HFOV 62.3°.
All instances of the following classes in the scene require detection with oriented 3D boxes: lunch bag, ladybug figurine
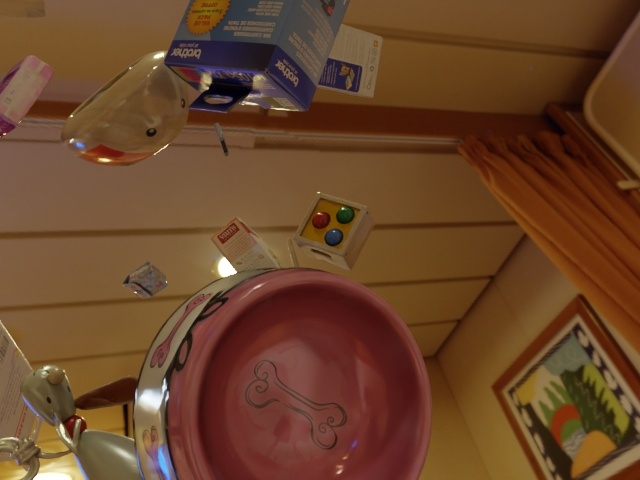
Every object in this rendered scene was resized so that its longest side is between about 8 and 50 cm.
[{"bbox_3d":[-0.431,0.104,1.304,0.083,0.053,0.071,-32,-48,3],"label":"lunch bag"},{"bbox_3d":[-0.436,-0.283,1.212,0.305,0.450,0.162,-51,-60,-18],"label":"ladybug figurine"}]

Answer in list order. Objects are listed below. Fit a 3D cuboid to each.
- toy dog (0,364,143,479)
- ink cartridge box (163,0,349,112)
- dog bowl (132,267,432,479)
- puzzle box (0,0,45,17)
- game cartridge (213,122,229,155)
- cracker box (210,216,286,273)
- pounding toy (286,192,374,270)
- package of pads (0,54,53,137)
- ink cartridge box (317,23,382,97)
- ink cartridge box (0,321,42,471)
[{"bbox_3d":[-0.346,0.330,0.861,0.334,0.220,0.161,37,-61,-15],"label":"toy dog"},{"bbox_3d":[-0.114,-0.403,0.993,0.151,0.270,0.394,28,-100,-56],"label":"ink cartridge box"},{"bbox_3d":[-0.029,0.219,0.708,0.409,0.407,0.150,5,-18,-26],"label":"dog bowl"},{"bbox_3d":[-0.335,-0.262,0.301,0.272,0.408,0.052,-10,-36,-27],"label":"puzzle box"},{"bbox_3d":[-0.256,-0.262,1.365,0.017,0.055,0.083,-17,-25,-6],"label":"game cartridge"},{"bbox_3d":[-0.085,0.076,0.956,0.067,0.232,0.155,-41,-15,-1],"label":"cracker box"},{"bbox_3d":[-0.011,0.002,1.174,0.181,0.205,0.094,19,-20,26],"label":"pounding toy"},{"bbox_3d":[-0.311,-0.147,0.538,0.050,0.083,0.032,-13,-40,37],"label":"package of pads"},{"bbox_3d":[0.018,-0.505,1.451,0.371,0.069,0.175,-4,-72,-44],"label":"ink cartridge box"},{"bbox_3d":[-0.708,0.329,1.111,0.119,0.207,0.353,-5,-46,-6],"label":"ink cartridge box"}]
